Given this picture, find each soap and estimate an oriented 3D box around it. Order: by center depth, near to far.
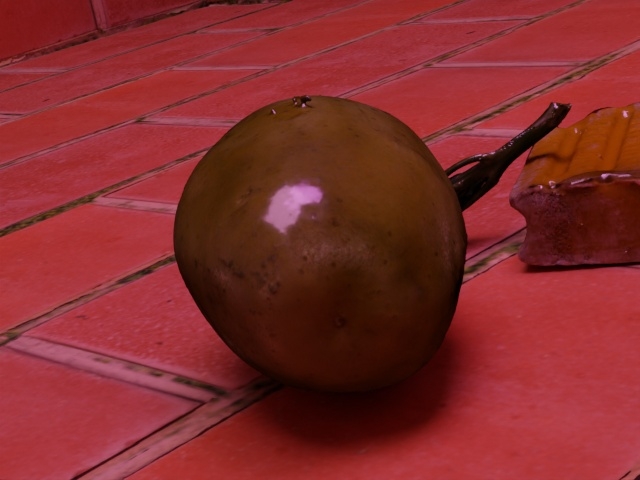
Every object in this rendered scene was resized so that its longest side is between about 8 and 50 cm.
[{"bbox_3d":[0.271,-0.059,1.169,0.160,0.080,0.257,-3,19,20],"label":"soap"}]

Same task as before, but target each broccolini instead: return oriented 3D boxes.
[{"bbox_3d":[0.137,-0.067,1.166,0.201,0.058,0.074,-46,3,15],"label":"broccolini"}]

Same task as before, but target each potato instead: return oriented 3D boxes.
[{"bbox_3d":[0.001,0.002,0.949,0.216,0.216,0.304,-11,27,0],"label":"potato"}]
